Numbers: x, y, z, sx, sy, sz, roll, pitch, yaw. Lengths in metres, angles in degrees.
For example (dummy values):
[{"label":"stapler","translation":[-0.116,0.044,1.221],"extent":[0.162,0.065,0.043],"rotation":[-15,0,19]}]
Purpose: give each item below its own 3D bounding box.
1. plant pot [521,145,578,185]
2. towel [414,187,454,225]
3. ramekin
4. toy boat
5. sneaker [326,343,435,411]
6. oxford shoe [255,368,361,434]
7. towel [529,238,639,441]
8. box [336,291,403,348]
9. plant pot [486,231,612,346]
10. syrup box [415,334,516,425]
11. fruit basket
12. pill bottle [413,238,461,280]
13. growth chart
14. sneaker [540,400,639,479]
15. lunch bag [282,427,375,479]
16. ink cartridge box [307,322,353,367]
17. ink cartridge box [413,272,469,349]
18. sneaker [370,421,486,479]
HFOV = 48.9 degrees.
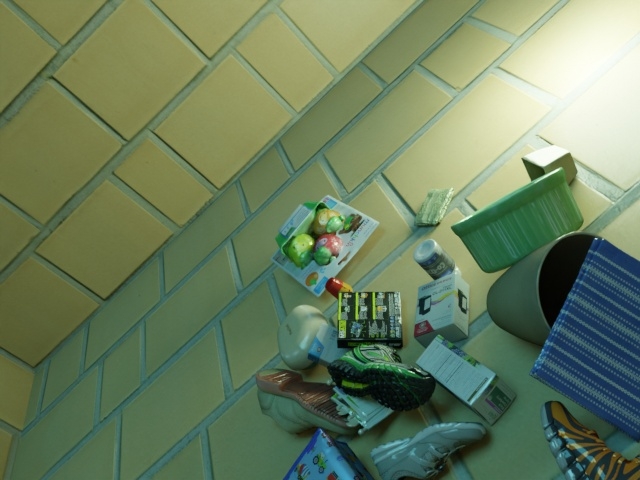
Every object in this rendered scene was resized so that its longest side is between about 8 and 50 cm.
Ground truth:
[{"label":"plant pot","translation":[0.630,-0.195,1.909],"extent":[0.096,0.109,0.109],"rotation":[-34,28,-3]},{"label":"towel","translation":[0.361,-0.107,2.237],"extent":[0.110,0.027,0.148],"rotation":[-2,52,52]},{"label":"ramekin","translation":[0.489,-0.042,1.729],"extent":[0.303,0.148,0.303],"rotation":[-28,-3,-2]},{"label":"toy boat","translation":[0.004,0.264,2.166],"extent":[0.318,0.148,0.267],"rotation":[-50,22,10]},{"label":"sneaker","translation":[0.161,0.318,1.760],"extent":[0.146,0.134,0.343],"rotation":[-40,24,-27]},{"label":"oxford shoe","translation":[-0.030,0.477,1.968],"extent":[0.397,0.140,0.147],"rotation":[13,107,48]},{"label":"towel","translation":[0.580,0.184,1.383],"extent":[0.336,0.243,0.040],"rotation":[-57,-3,-18]},{"label":"box","translation":[0.139,0.224,2.003],"extent":[0.184,0.045,0.191],"rotation":[-3,40,5]},{"label":"plant pot","translation":[0.497,0.129,1.558],"extent":[0.257,0.256,0.274],"rotation":[-58,13,-20]},{"label":"syrup box","translation":[0.337,0.323,1.654],"extent":[0.096,0.093,0.237],"rotation":[-50,28,-5]},{"label":"fruit basket","translation":[0.000,0.000,2.460],"extent":[0.327,0.165,0.353],"rotation":[-50,31,-4]},{"label":"pill bottle","translation":[0.326,0.066,1.949],"extent":[0.078,0.137,0.078],"rotation":[-35,30,23]},{"label":"growth chart","translation":[0.111,0.404,1.856],"extent":[0.171,0.021,0.237],"rotation":[-27,33,-12]},{"label":"sneaker","translation":[0.536,0.403,1.276],"extent":[0.180,0.124,0.321],"rotation":[-34,41,15]},{"label":"lunch bag","translation":[-0.012,0.636,1.650],"extent":[0.293,0.138,0.221],"rotation":[-47,41,1]},{"label":"ink cartridge box","translation":[0.065,0.322,2.006],"extent":[0.060,0.180,0.104],"rotation":[101,-165,-62]},{"label":"ink cartridge box","translation":[0.322,0.187,1.869],"extent":[0.127,0.072,0.175],"rotation":[-27,35,35]},{"label":"sneaker","translation":[0.254,0.488,1.593],"extent":[0.281,0.105,0.115],"rotation":[-30,62,26]}]
